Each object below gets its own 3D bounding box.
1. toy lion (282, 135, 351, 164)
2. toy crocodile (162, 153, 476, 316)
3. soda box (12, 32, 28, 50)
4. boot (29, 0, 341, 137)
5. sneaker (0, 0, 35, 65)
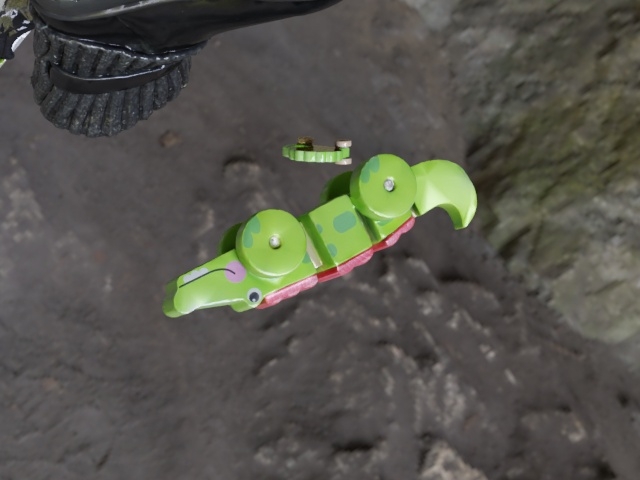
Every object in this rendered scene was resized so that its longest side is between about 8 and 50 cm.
[{"bbox_3d":[-0.010,-0.117,1.698,0.096,0.100,0.034,-13,107,-54],"label":"toy lion"},{"bbox_3d":[0.000,0.000,1.265,0.340,0.115,0.105,-26,91,-24],"label":"toy crocodile"},{"bbox_3d":[-0.438,-0.403,1.956,0.091,0.286,0.098,39,6,-19],"label":"soda box"},{"bbox_3d":[-0.121,-0.221,1.253,0.260,0.348,0.131,99,-16,-64],"label":"boot"},{"bbox_3d":[-0.390,-0.334,1.677,0.097,0.235,0.084,24,23,-39],"label":"sneaker"}]
